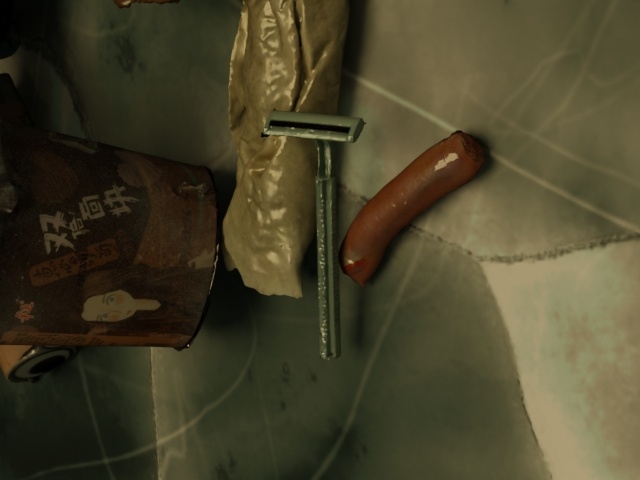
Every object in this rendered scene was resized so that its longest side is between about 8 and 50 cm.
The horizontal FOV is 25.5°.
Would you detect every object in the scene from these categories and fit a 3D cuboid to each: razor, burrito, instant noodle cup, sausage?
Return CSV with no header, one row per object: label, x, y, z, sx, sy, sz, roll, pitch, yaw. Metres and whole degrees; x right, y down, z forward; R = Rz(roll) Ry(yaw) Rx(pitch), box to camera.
razor,0.004,-0.002,1.149,0.084,0.036,0.211,9,116,30
burrito,-0.031,-0.148,1.178,0.117,0.076,0.392,18,108,42
instant noodle cup,-0.211,0.003,1.251,0.217,0.207,0.217,-172,90,-68
sausage,0.067,-0.026,1.124,0.177,0.047,0.040,-45,21,39

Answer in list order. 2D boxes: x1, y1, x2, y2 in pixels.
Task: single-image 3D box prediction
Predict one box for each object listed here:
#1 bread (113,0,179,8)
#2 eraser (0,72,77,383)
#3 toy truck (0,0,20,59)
bread,-0.149,-0.309,1.214,0.262,0.163,0.204,30,117,33
eraser,-0.331,-0.012,1.491,0.171,0.087,0.290,-42,67,37
toy truck,-0.397,-0.163,1.392,0.136,0.162,0.305,110,168,-58
